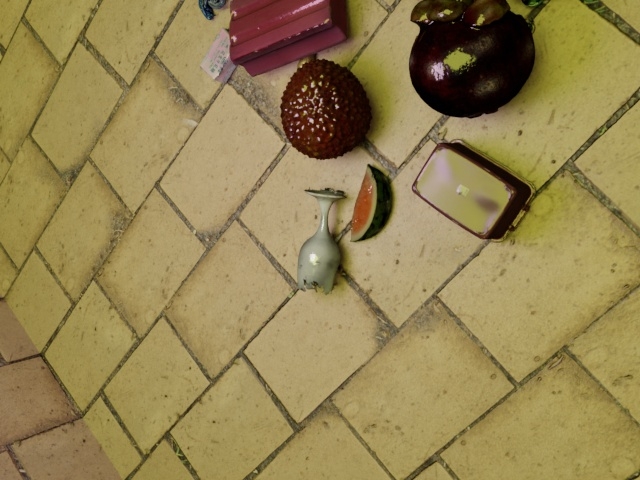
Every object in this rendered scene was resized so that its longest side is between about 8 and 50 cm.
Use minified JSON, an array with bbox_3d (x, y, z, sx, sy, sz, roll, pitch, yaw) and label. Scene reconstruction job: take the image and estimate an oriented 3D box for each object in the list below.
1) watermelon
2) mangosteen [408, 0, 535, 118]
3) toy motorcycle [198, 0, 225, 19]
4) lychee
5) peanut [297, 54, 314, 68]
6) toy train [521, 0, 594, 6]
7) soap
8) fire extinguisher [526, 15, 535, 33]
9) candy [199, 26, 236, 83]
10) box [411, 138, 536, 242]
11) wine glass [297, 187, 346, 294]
[{"bbox_3d":[0.147,-0.100,1.837,0.119,0.063,0.245,27,113,44],"label":"watermelon"},{"bbox_3d":[0.363,-0.478,1.528,0.306,0.307,0.347,-4,120,29],"label":"mangosteen"},{"bbox_3d":[-0.401,-0.867,2.056,0.135,0.092,0.254,-25,91,37],"label":"toy motorcycle"},{"bbox_3d":[0.009,-0.371,1.772,0.275,0.304,0.276,-3,62,5],"label":"lychee"},{"bbox_3d":[-0.044,-0.566,1.903,0.053,0.054,0.113,12,97,28],"label":"peanut"},{"bbox_3d":[0.589,-0.671,1.520,0.253,0.105,0.157,2,82,27],"label":"toy train"},{"bbox_3d":[-0.101,-0.663,1.851,0.359,0.128,0.233,-12,71,29],"label":"soap"},{"bbox_3d":[0.528,-0.536,1.603,0.038,0.025,0.083,31,113,-16],"label":"fire extinguisher"},{"bbox_3d":[-0.317,-0.605,2.039,0.092,0.073,0.160,48,115,22],"label":"candy"},{"bbox_3d":[0.395,-0.133,1.631,0.294,0.167,0.193,37,109,21],"label":"box"},{"bbox_3d":[0.000,0.000,1.878,0.143,0.143,0.321,12,103,28],"label":"wine glass"}]
